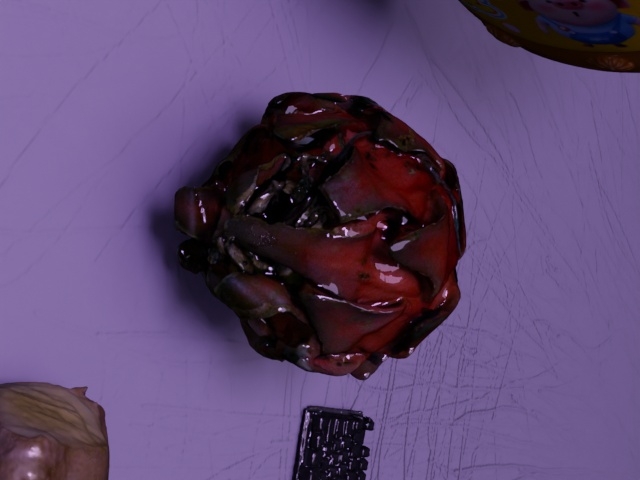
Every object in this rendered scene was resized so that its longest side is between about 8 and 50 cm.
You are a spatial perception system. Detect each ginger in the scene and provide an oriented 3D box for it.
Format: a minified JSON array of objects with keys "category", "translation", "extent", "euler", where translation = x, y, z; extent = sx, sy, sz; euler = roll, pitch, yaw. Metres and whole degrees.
[{"category":"ginger","translation":[-0.142,0.178,0.580],"extent":[0.137,0.074,0.213],"euler":[-60,155,-74]}]

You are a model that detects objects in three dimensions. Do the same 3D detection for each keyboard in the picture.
[{"category":"keyboard","translation":[-0.004,0.238,0.835],"extent":[0.072,0.023,0.231],"euler":[17,81,-51]}]

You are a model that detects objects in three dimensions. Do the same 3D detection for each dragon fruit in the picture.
[{"category":"dragon fruit","translation":[0.005,-0.003,0.694],"extent":[0.189,0.182,0.182],"euler":[-51,132,-44]}]

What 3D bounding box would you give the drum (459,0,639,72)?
[{"category":"drum","translation":[0.198,-0.331,0.701],"extent":[0.214,0.431,0.431],"euler":[24,76,-51]}]
